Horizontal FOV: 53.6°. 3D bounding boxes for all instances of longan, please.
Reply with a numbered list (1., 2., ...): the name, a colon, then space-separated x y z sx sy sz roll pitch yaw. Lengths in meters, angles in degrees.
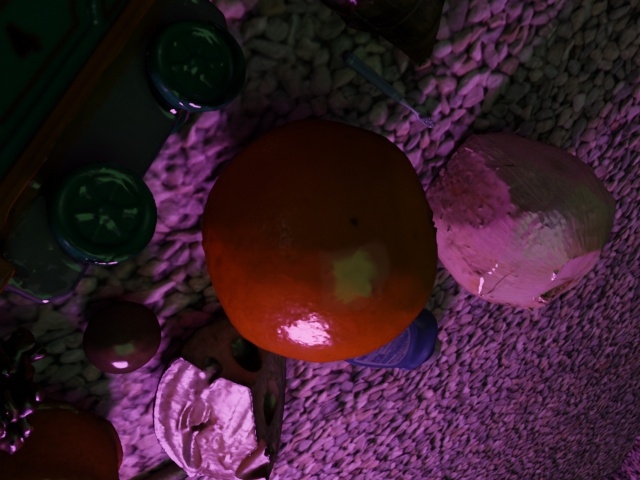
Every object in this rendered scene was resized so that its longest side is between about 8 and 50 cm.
1. longan: -0.273 0.134 0.871 0.106 0.106 0.119 -8 168 -31

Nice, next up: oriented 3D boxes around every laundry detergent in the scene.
1. laundry detergent: 0.144 0.182 1.220 0.290 0.094 0.143 24 102 -48

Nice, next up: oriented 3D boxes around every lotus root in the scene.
1. lotus root: -0.154 0.257 1.036 0.210 0.142 0.314 14 127 -1

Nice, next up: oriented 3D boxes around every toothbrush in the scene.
1. toothbrush: 0.103 -0.211 0.910 0.219 0.019 0.016 25 112 -45

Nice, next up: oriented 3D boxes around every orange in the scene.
1. orange: 0.000 0.000 0.806 0.312 0.312 0.312 -20 133 -22

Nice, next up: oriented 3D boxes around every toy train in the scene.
1. toy train: -0.238 -0.123 0.542 0.249 0.178 0.429 35 70 -26

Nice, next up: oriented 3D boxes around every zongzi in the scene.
1. zongzi: 0.126 -0.359 0.741 0.288 0.134 0.286 12 112 -57

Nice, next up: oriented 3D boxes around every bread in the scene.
1. bread: -0.421 0.360 0.884 0.312 0.172 0.312 -18 130 -23

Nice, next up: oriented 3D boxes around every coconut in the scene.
1. coconut: 0.340 -0.024 1.067 0.297 0.254 0.297 -18 132 -21

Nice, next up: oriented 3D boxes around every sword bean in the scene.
1. sword bean: -0.258 0.424 1.157 0.269 0.038 0.043 -26 130 -19

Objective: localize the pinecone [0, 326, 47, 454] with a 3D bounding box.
1. pinecone: -0.437 0.190 0.696 0.243 0.243 0.257 -53 158 12
